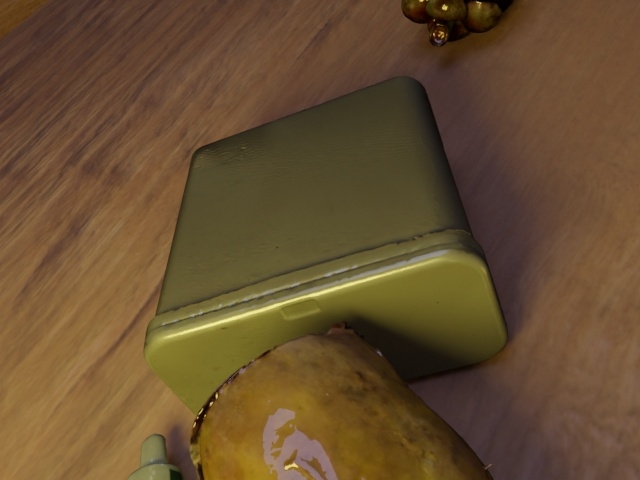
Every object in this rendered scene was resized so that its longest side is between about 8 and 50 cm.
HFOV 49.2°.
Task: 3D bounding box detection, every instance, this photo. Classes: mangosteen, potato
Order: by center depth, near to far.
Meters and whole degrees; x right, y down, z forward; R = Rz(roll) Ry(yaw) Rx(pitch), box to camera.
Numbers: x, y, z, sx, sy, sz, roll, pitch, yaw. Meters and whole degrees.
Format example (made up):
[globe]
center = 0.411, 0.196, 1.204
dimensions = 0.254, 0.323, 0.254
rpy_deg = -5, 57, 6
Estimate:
[potato]
center = 0.042, 0.234, 0.550
dimensions = 0.229, 0.229, 0.266
rpy_deg = -42, 47, -14
[mangosteen]
center = 0.219, -0.404, 1.107
dimensions = 0.194, 0.194, 0.230
rpy_deg = 7, 82, 33

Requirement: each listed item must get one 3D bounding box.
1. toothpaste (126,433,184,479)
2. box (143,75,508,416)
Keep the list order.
[toothpaste]
center = -0.145, 0.349, 0.632
dimensions = 0.098, 0.061, 0.392
rpy_deg = -22, 44, 4
[box]
center = 0.000, 0.000, 0.820
dimensions = 0.352, 0.177, 0.344
rpy_deg = -18, 40, 13
